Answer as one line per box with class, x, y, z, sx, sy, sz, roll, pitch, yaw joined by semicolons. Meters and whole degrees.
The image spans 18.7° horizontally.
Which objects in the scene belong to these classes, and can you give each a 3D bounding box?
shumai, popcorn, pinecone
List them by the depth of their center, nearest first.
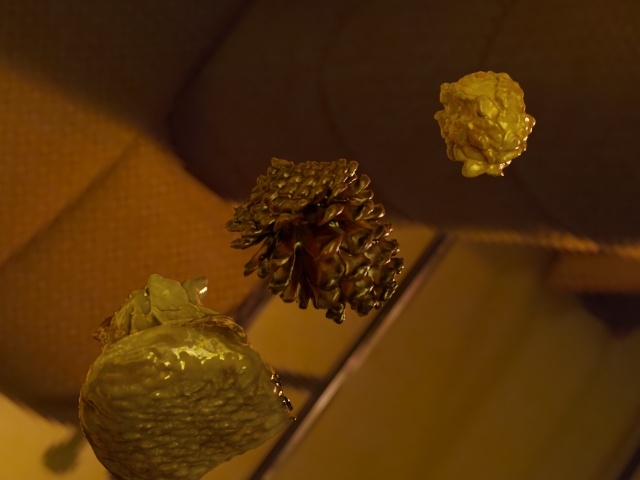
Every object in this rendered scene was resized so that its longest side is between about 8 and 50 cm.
pinecone;0.003;-0.003;1.197;0.109;0.102;0.102;31;166;-14
shumai;-0.088;0.080;1.231;0.145;0.146;0.116;50;-158;-38
popcorn;0.119;-0.086;1.427;0.082;0.057;0.083;58;147;34
